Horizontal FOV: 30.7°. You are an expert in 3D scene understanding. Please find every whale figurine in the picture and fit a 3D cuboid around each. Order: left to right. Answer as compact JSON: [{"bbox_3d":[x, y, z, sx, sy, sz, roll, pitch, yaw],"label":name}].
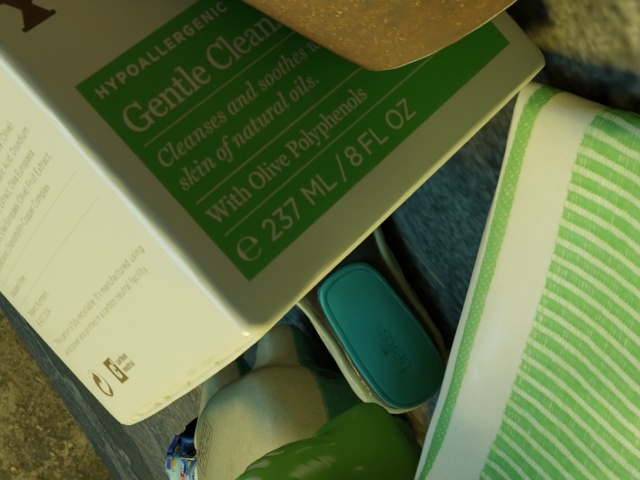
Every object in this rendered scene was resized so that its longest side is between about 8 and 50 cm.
[{"bbox_3d":[-0.024,0.174,0.935,0.272,0.141,0.216,-157,75,-69],"label":"whale figurine"}]

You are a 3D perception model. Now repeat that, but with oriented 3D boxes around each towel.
[{"bbox_3d":[0.140,0.103,0.411,0.325,0.038,0.247,46,130,53],"label":"towel"}]

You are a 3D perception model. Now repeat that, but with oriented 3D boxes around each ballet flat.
[{"bbox_3d":[0.000,0.000,0.707,0.086,0.086,0.248,20,141,56],"label":"ballet flat"}]

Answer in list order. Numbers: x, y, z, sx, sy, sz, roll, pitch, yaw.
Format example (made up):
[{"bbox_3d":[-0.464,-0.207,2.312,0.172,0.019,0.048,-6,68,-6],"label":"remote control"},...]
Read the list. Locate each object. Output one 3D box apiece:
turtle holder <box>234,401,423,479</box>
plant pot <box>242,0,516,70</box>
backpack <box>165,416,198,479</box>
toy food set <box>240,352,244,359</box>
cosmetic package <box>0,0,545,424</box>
[{"bbox_3d":[0.034,0.266,0.595,0.320,0.228,0.243,45,119,45],"label":"turtle holder"},{"bbox_3d":[-0.017,-0.170,0.341,0.230,0.215,0.215,47,163,-22],"label":"plant pot"},{"bbox_3d":[-0.053,0.231,1.111,0.158,0.117,0.173,58,156,-12],"label":"backpack"},{"bbox_3d":[-0.097,0.062,1.081,0.122,0.019,0.078,54,160,22],"label":"toy food set"},{"bbox_3d":[-0.116,-0.131,0.472,0.365,0.197,0.155,48,147,-4],"label":"cosmetic package"}]
